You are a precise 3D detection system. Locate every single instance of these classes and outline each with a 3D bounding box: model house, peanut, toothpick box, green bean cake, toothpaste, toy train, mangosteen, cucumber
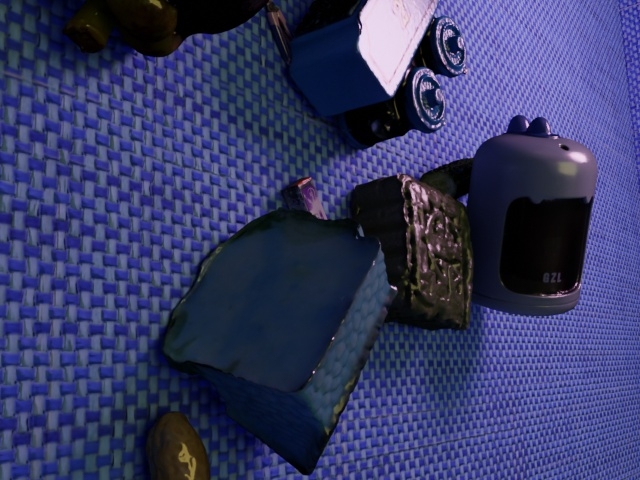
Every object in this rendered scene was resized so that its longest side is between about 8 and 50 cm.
[{"bbox_3d":[-0.025,0.132,0.887,0.261,0.225,0.241,-58,140,-35],"label":"model house"},{"bbox_3d":[-0.163,0.281,0.764,0.080,0.080,0.175,9,72,-49],"label":"peanut"},{"bbox_3d":[0.391,-0.060,1.318,0.263,0.262,0.355,-16,114,-51],"label":"toothpick box"},{"bbox_3d":[0.167,0.028,1.177,0.255,0.132,0.241,20,63,-46],"label":"green bean cake"},{"bbox_3d":[0.000,0.000,1.046,0.047,0.040,0.196,-37,111,-45],"label":"toothpaste"},{"bbox_3d":[0.098,-0.310,1.115,0.265,0.187,0.300,49,51,-33],"label":"toy train"},{"bbox_3d":[-0.178,-0.333,0.754,0.275,0.275,0.302,42,79,-37],"label":"mangosteen"},{"bbox_3d":[0.291,-0.132,1.405,0.265,0.077,0.077,-25,102,-52],"label":"cucumber"}]

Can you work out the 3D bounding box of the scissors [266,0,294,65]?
[{"bbox_3d":[-0.062,-0.329,1.059,0.039,0.012,0.113,-43,116,-46],"label":"scissors"}]
